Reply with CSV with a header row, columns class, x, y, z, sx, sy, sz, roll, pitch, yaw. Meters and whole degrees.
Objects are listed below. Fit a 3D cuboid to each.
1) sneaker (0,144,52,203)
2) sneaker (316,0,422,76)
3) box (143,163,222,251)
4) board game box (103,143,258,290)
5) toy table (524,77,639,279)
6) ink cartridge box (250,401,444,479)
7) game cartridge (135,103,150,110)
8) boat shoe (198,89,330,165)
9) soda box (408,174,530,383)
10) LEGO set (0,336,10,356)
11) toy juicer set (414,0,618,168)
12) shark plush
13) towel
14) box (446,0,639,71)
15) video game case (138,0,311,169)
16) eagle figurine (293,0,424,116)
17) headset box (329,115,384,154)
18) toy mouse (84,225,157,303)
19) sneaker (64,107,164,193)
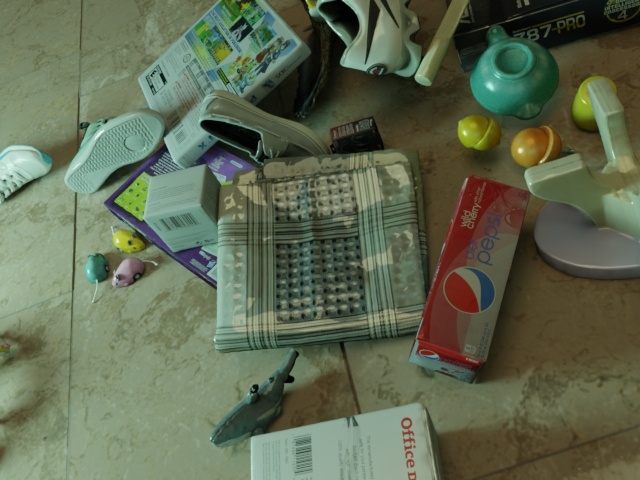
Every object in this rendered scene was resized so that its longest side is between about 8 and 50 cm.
class,x,y,z,sx,sy,sz,roll,pitch,yaw
sneaker,-0.630,-0.122,1.487,0.229,0.087,0.092,-15,57,22
sneaker,0.062,-0.421,1.213,0.146,0.122,0.330,-3,68,-16
box,-0.205,-0.050,1.171,0.101,0.102,0.087,-12,53,15
board game box,-0.198,-0.058,1.271,0.347,0.056,0.208,31,75,37
toy table,0.402,-0.072,0.949,0.274,0.161,0.252,-26,48,4
ink cartridge box,0.035,0.295,0.865,0.219,0.092,0.160,-14,51,13
game cartridge,-0.352,-0.249,1.504,0.083,0.017,0.056,-26,45,3
boat shoe,-0.095,-0.162,1.222,0.228,0.079,0.081,25,54,-11
soda box,0.197,0.045,0.979,0.092,0.083,0.263,18,62,8
LEGO set,-0.556,0.226,1.194,0.287,0.107,0.132,50,118,36
toy juicer set,0.273,-0.233,1.158,0.209,0.089,0.329,-45,66,-3
shark plush,-0.077,0.216,0.992,0.161,0.067,0.073,-41,49,-10
towel,0.000,0.000,1.096,0.312,0.056,0.324,-7,57,9
box,0.375,-0.499,1.331,0.318,0.097,0.394,-13,52,17
video game case,-0.191,-0.318,1.374,0.300,0.036,0.329,-41,43,9
eagle figurine,0.029,-0.372,1.353,0.226,0.225,0.298,-36,71,49
headset box,0.057,-0.163,1.230,0.083,0.062,0.032,-15,49,11
toy mouse,-0.354,0.042,1.269,0.161,0.031,0.143,18,63,33
sneaker,-0.378,-0.206,1.390,0.256,0.094,0.151,-29,41,32
